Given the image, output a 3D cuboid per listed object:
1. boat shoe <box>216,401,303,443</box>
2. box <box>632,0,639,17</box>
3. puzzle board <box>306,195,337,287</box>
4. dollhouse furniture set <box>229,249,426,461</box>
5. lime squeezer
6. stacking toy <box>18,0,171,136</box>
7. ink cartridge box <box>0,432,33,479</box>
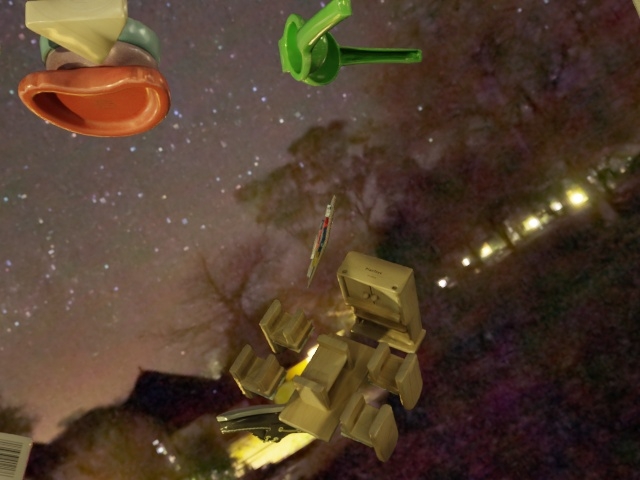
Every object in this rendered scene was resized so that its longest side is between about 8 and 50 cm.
[{"bbox_3d":[-0.074,0.321,1.188,0.228,0.068,0.081,1,-10,-35],"label":"boat shoe"},{"bbox_3d":[0.196,-0.157,0.311,0.091,0.170,0.130,-13,-37,18],"label":"box"},{"bbox_3d":[0.000,0.000,1.057,0.128,0.011,0.096,-77,8,-53],"label":"puzzle board"},{"bbox_3d":[0.041,0.163,0.922,0.242,0.212,0.161,-56,-31,-29],"label":"dollhouse furniture set"},{"bbox_3d":[0.012,-0.169,0.610,0.110,0.058,0.310,12,11,15],"label":"lime squeezer"},{"bbox_3d":[-0.311,-0.212,0.680,0.309,0.130,0.279,-3,-15,-13],"label":"stacking toy"},{"bbox_3d":[-0.397,0.367,0.739,0.069,0.175,0.371,19,-46,-22],"label":"ink cartridge box"}]
